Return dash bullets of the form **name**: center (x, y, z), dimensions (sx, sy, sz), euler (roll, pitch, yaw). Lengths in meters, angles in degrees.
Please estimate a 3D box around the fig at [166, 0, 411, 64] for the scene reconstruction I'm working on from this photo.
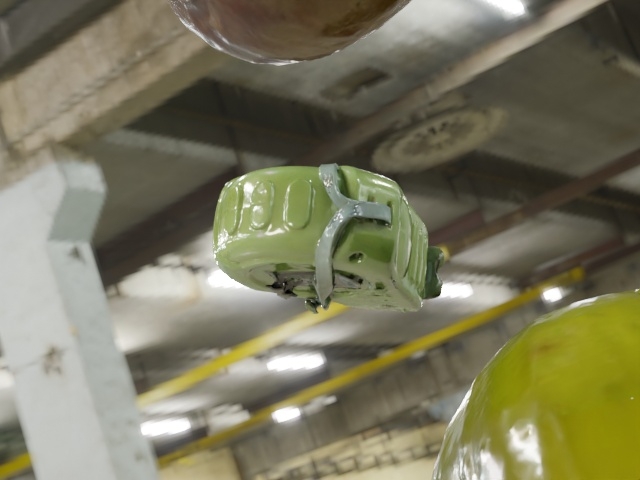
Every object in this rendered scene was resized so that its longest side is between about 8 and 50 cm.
- **fig**: center (0.035, -0.194, 0.644), dimensions (0.274, 0.145, 0.170), euler (-25, -49, -9)

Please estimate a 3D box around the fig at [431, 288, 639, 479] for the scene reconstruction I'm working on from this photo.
- **fig**: center (0.213, 0.178, 0.799), dimensions (0.343, 0.343, 0.343), euler (-19, -16, -6)

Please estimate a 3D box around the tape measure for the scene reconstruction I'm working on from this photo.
- **tape measure**: center (0.000, 0.000, 0.932), dimensions (0.154, 0.087, 0.177), euler (3, -18, 15)
